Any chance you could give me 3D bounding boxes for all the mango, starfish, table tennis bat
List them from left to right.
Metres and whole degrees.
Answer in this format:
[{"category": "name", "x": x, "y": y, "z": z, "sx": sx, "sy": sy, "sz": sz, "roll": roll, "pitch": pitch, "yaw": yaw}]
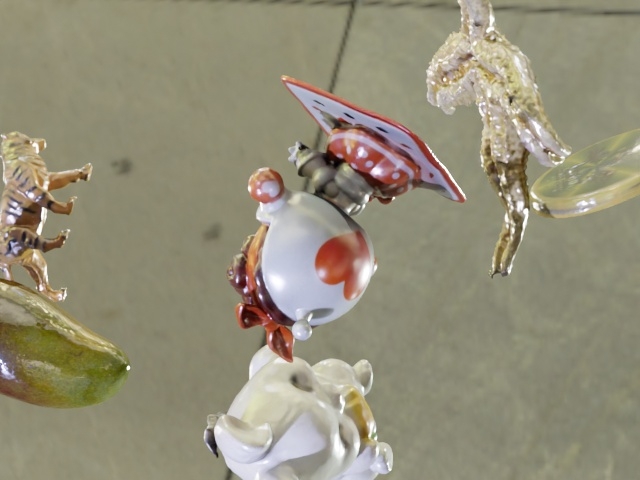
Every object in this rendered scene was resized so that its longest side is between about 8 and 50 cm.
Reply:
[{"category": "mango", "x": -0.345, "y": 0.115, "z": 1.832, "sx": 0.267, "sy": 0.133, "sz": 0.111, "roll": 19, "pitch": 21, "yaw": 12}, {"category": "starfish", "x": 0.203, "y": -0.142, "z": 1.882, "sx": 0.082, "sy": 0.432, "sz": 0.324, "roll": -15, "pitch": 71, "yaw": -9}, {"category": "table tennis bat", "x": 0.400, "y": -0.103, "z": 1.925, "sx": 0.320, "sy": 0.050, "sz": 0.198, "roll": -22, "pitch": 17, "yaw": 18}]

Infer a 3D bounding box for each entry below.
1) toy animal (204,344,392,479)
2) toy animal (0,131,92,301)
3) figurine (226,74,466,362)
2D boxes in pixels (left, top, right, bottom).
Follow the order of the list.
[{"category": "toy animal", "x": -0.024, "y": 0.224, "z": 1.788, "sx": 0.154, "sy": 0.208, "sz": 0.325, "roll": -22, "pitch": 13, "yaw": 24}, {"category": "toy animal", "x": -0.363, "y": -0.001, "z": 1.979, "sx": 0.116, "sy": 0.114, "sz": 0.255, "roll": 12, "pitch": 96, "yaw": 0}, {"category": "figurine", "x": 0.000, "y": 0.000, "z": 1.500, "sx": 0.160, "sy": 0.183, "sz": 0.226, "roll": 25, "pitch": 81, "yaw": 28}]
